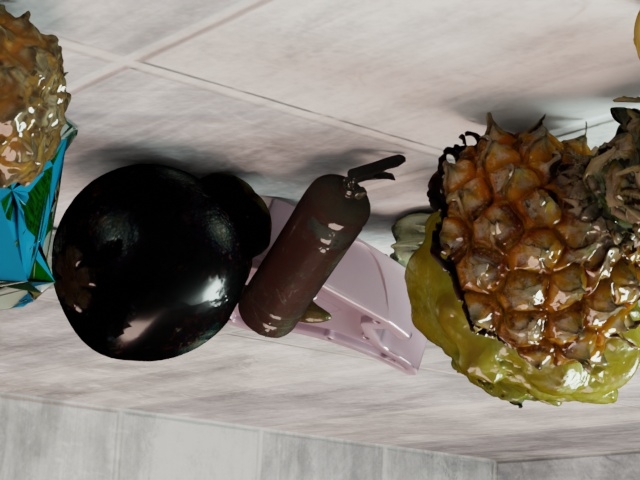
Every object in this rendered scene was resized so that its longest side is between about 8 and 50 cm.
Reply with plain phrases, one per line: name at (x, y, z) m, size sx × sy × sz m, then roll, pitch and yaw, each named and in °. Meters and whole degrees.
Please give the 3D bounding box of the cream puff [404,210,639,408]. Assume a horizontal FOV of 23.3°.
cream puff at (0.209, 0.073, 1.622) m, size 0.282 × 0.185 × 0.282 m, roll 19°, pitch -155°, yaw -9°

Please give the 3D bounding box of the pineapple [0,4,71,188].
pineapple at (-0.299, -0.116, 1.227) m, size 0.193 × 0.166 × 0.166 m, roll 11°, pitch 167°, yaw 5°

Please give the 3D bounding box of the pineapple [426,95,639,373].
pineapple at (0.275, -0.036, 1.360) m, size 0.263 × 0.262 × 0.272 m, roll 14°, pitch 150°, yaw -38°

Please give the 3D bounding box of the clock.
clock at (0.002, 0.070, 1.887) m, size 0.290 × 0.080 × 0.275 m, roll 29°, pitch 157°, yaw -18°

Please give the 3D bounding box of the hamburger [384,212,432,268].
hamburger at (0.144, 0.008, 1.815) m, size 0.133 × 0.062 × 0.140 m, roll 8°, pitch 167°, yaw -16°

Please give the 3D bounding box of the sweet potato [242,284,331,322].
sweet potato at (-0.057, 0.067, 1.778) m, size 0.153 × 0.041 × 0.038 m, roll 20°, pitch -153°, yaw 15°

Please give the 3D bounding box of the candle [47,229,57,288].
candle at (-0.388, 0.020, 1.957) m, size 0.169 × 0.068 × 0.192 m, roll -2°, pitch 169°, yaw 14°

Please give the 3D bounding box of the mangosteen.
mangosteen at (-0.170, 0.020, 1.647) m, size 0.243 × 0.242 × 0.243 m, roll 3°, pitch 166°, yaw 1°

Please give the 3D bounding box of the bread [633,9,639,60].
bread at (0.379, -0.130, 1.166) m, size 0.305 × 0.091 × 0.142 m, roll 8°, pitch 160°, yaw -25°

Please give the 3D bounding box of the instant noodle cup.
instant noodle cup at (-0.360, -0.031, 1.513) m, size 0.240 × 0.178 × 0.240 m, roll 2°, pitch 167°, yaw 0°

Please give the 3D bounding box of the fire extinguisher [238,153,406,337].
fire extinguisher at (0.000, 0.000, 1.640) m, size 0.089 × 0.072 × 0.267 m, roll -6°, pitch 147°, yaw -33°
